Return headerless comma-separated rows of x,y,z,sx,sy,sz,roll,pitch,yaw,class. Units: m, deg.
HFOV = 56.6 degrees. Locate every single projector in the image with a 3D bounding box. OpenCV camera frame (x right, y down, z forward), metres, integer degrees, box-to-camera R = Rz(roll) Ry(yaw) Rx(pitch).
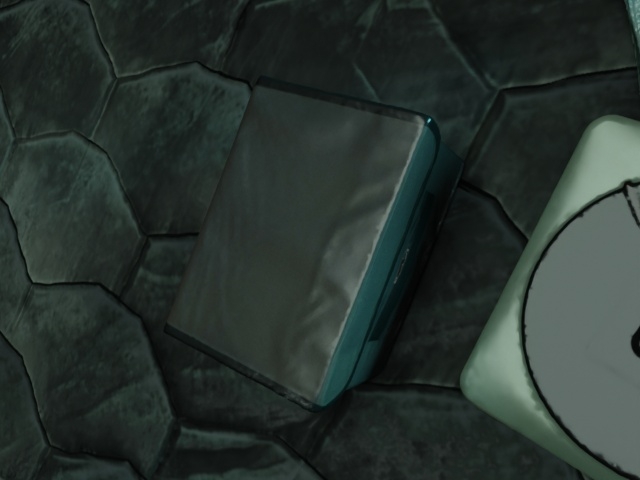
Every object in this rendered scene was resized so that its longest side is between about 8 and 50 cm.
0.275,0.068,0.446,0.257,0.079,0.259,29,99,28,projector

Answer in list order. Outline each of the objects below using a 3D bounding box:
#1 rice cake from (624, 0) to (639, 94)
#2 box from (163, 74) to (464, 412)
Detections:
0.277,-0.188,0.501,0.033,0.029,0.171,-9,82,22,rice cake
0.000,0.000,0.566,0.188,0.153,0.253,21,95,28,box
